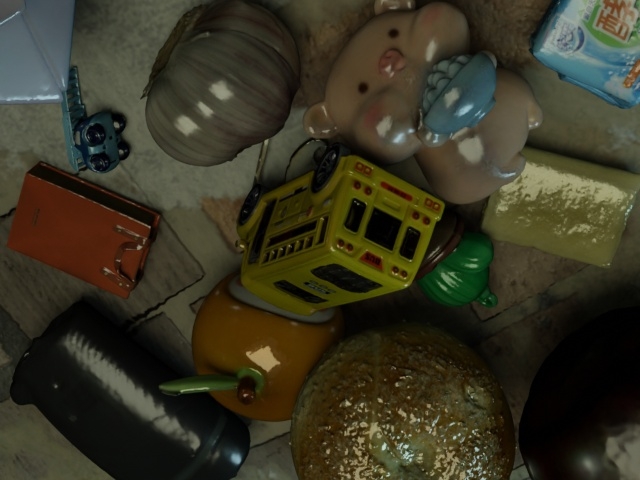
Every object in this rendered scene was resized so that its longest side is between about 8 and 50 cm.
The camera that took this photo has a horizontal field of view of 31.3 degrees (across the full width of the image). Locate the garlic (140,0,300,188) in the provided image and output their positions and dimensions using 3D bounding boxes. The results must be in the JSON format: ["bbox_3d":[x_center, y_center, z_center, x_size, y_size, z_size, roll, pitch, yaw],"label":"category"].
[{"bbox_3d":[-0.133,-0.178,1.423,0.207,0.207,0.256,10,152,4],"label":"garlic"}]

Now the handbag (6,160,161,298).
[{"bbox_3d":[-0.324,-0.012,1.567,0.190,0.063,0.127,24,117,0],"label":"handbag"}]

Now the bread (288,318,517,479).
[{"bbox_3d":[0.107,0.256,1.432,0.306,0.159,0.305,-1,100,-8],"label":"bread"}]

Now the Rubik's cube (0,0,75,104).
[{"bbox_3d":[-0.451,-0.307,1.276,0.368,0.358,0.387,-4,113,-37],"label":"Rubik's cube"}]

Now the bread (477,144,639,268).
[{"bbox_3d":[0.299,-0.047,1.442,0.178,0.060,0.139,16,117,2],"label":"bread"}]

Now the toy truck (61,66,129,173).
[{"bbox_3d":[-0.300,-0.156,1.494,0.074,0.063,0.136,10,116,26],"label":"toy truck"}]

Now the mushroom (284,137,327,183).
[{"bbox_3d":[-0.019,-0.095,1.496,0.049,0.019,0.101,28,120,-4],"label":"mushroom"}]

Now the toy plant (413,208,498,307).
[{"bbox_3d":[0.161,0.019,1.469,0.200,0.105,0.143,33,148,-11],"label":"toy plant"}]

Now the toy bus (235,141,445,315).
[{"bbox_3d":[0.000,0.000,1.379,0.145,0.151,0.331,25,160,-20],"label":"toy bus"}]

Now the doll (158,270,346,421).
[{"bbox_3d":[-0.078,0.158,1.509,0.213,0.236,0.213,7,118,14],"label":"doll"}]

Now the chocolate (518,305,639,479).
[{"bbox_3d":[0.418,0.255,1.404,0.384,0.383,0.331,-33,108,23],"label":"chocolate"}]

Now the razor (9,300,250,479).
[{"bbox_3d":[-0.279,0.249,1.660,0.349,0.113,0.204,39,119,-10],"label":"razor"}]

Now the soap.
[{"bbox_3d":[0.358,-0.293,1.299,0.156,0.077,0.293,24,117,-3],"label":"soap"}]

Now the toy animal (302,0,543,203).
[{"bbox_3d":[0.137,-0.163,1.350,0.221,0.229,0.210,35,80,-48],"label":"toy animal"}]
